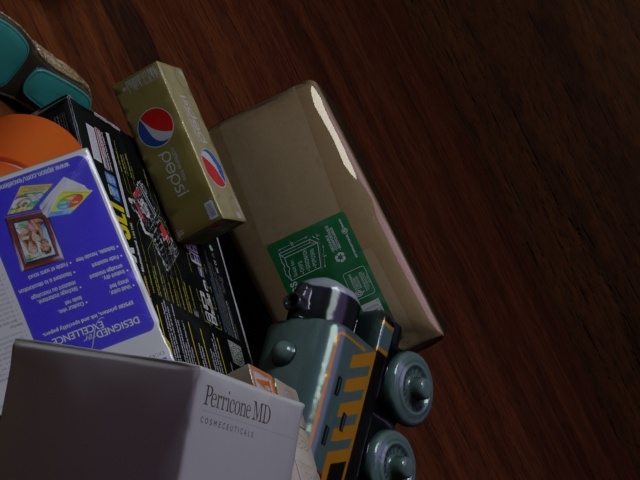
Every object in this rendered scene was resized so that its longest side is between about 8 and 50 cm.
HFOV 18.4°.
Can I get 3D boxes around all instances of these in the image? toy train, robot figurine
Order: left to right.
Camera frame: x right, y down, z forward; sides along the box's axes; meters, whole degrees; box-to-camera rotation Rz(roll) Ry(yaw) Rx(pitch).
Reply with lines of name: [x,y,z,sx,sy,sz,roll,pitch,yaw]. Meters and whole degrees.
robot figurine: [-0.273,-0.031,1.721,0.158,0.128,0.219,59,18,-19]
toy train: [-0.002,0.200,1.928,0.190,0.142,0.334,42,54,-41]

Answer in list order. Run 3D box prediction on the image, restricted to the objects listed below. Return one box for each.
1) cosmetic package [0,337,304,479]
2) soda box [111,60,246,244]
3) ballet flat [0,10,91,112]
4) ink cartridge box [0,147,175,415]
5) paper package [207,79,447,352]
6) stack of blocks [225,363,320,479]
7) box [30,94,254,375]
cosmetic package: [-0.141,0.267,1.360,0.197,0.155,0.365,27,72,-65]
soda box: [-0.144,-0.089,2.013,0.181,0.058,0.061,67,18,12]
ballet flat: [-0.307,-0.177,1.951,0.067,0.073,0.206,42,-1,39]
ink cartridge box: [-0.245,0.054,1.584,0.208,0.206,0.045,66,-19,10]
paper package: [0.000,0.000,2.247,0.325,0.168,0.309,64,4,3]
stack of blocks: [-0.078,0.281,1.740,0.087,0.171,0.297,36,33,-53]
box: [-0.174,0.045,1.958,0.257,0.079,0.322,31,36,-55]
